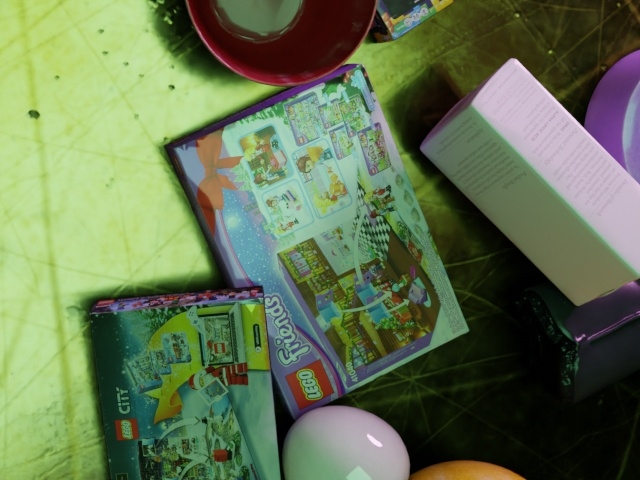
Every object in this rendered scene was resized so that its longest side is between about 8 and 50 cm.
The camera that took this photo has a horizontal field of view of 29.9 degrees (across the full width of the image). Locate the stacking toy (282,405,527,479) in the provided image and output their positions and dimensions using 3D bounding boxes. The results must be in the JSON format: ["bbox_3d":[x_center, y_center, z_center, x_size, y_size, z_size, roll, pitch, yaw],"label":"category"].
[{"bbox_3d":[0.151,0.334,1.158,0.480,0.350,0.350,40,84,-3],"label":"stacking toy"}]

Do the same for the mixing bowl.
[{"bbox_3d":[-0.046,-0.233,1.104,0.182,0.098,0.181,-2,97,-17],"label":"mixing bowl"}]

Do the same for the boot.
[{"bbox_3d":[0.331,0.129,1.268,0.207,0.094,0.246,-25,97,-17],"label":"boot"}]

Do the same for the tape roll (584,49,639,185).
[{"bbox_3d":[0.380,-0.113,1.265,0.189,0.080,0.188,-2,96,-17],"label":"tape roll"}]

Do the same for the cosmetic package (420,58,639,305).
[{"bbox_3d":[0.220,-0.054,1.167,0.231,0.117,0.085,44,64,-4],"label":"cosmetic package"}]

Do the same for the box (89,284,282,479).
[{"bbox_3d":[-0.121,0.165,1.125,0.159,0.044,0.233,-5,104,-1],"label":"box"}]

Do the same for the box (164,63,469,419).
[{"bbox_3d":[0.000,0.000,1.167,0.201,0.057,0.293,-25,104,-12],"label":"box"}]

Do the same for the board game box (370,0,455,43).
[{"bbox_3d":[0.097,-0.296,1.169,0.170,0.048,0.141,-33,103,-11],"label":"board game box"}]
